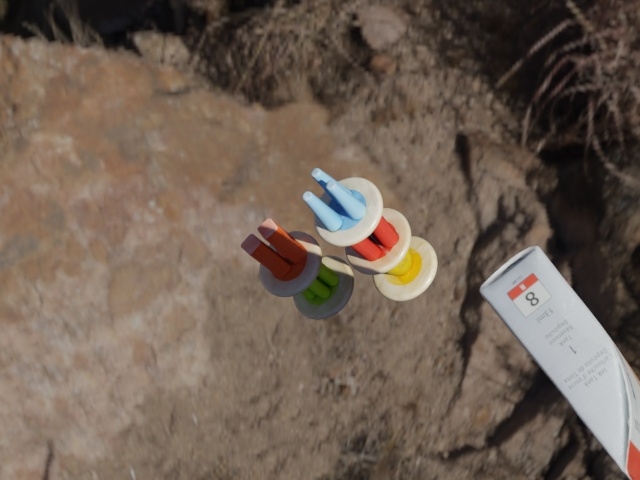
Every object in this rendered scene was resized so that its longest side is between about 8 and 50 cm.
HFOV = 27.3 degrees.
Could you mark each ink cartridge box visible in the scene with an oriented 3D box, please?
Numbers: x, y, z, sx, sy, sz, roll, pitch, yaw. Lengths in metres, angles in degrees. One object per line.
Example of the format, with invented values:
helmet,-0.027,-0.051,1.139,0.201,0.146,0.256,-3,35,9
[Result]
ink cartridge box,0.163,0.095,0.681,0.045,0.145,0.179,-42,63,4

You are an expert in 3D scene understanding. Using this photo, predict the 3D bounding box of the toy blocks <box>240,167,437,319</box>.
toy blocks,0.000,0.000,0.944,0.123,0.148,0.054,-14,59,23
